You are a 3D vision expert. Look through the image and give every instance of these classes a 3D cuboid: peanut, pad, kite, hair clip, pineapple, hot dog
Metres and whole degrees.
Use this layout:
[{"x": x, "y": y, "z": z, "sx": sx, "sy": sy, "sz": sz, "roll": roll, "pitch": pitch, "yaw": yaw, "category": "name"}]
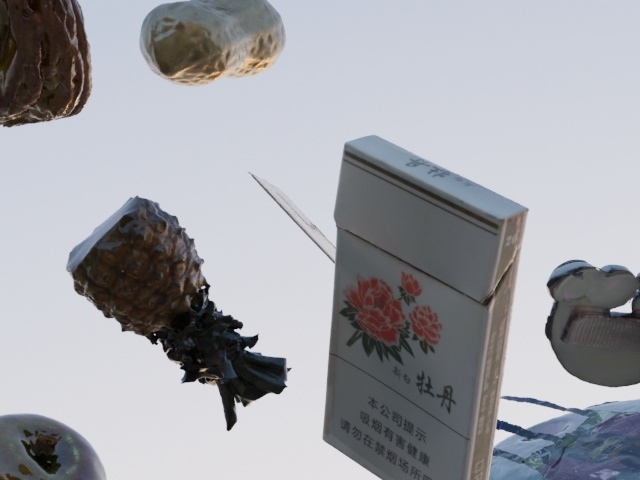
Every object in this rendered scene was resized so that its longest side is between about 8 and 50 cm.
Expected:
[{"x": -0.134, "y": -0.250, "z": 1.908, "sx": 0.124, "sy": 0.123, "sz": 0.257, "roll": -12, "pitch": 3, "yaw": 29, "category": "peanut"}, {"x": 0.000, "y": 0.000, "z": 2.014, "sx": 0.232, "sy": 0.004, "sz": 0.156, "roll": 47, "pitch": -5, "yaw": -20, "category": "pad"}, {"x": 0.251, "y": 0.201, "z": 1.563, "sx": 0.360, "sy": 0.204, "sz": 0.022, "roll": 3, "pitch": -65, "yaw": 45, "category": "kite"}, {"x": 0.249, "y": 0.073, "z": 1.254, "sx": 0.172, "sy": 0.049, "sz": 0.116, "roll": 11, "pitch": -61, "yaw": -8, "category": "hair clip"}, {"x": -0.135, "y": 0.074, "z": 1.566, "sx": 0.128, "sy": 0.128, "sz": 0.248, "roll": -26, "pitch": -67, "yaw": 42, "category": "pineapple"}, {"x": -0.275, "y": -0.223, "z": 1.296, "sx": 0.175, "sy": 0.259, "sz": 0.114, "roll": -6, "pitch": 2, "yaw": 27, "category": "hot dog"}]

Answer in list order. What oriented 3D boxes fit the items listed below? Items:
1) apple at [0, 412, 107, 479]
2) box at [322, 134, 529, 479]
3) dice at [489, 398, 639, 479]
[{"x": -0.386, "y": 0.343, "z": 2.030, "sx": 0.237, "sy": 0.237, "sz": 0.207, "roll": 22, "pitch": -66, "yaw": -19, "category": "apple"}, {"x": 0.051, "y": 0.051, "z": 0.846, "sx": 0.109, "sy": 0.029, "sz": 0.198, "roll": 29, "pitch": -51, "yaw": 36, "category": "box"}, {"x": 0.417, "y": 0.426, "z": 2.242, "sx": 0.330, "sy": 0.328, "sz": 0.348, "roll": -15, "pitch": 6, "yaw": 21, "category": "dice"}]
